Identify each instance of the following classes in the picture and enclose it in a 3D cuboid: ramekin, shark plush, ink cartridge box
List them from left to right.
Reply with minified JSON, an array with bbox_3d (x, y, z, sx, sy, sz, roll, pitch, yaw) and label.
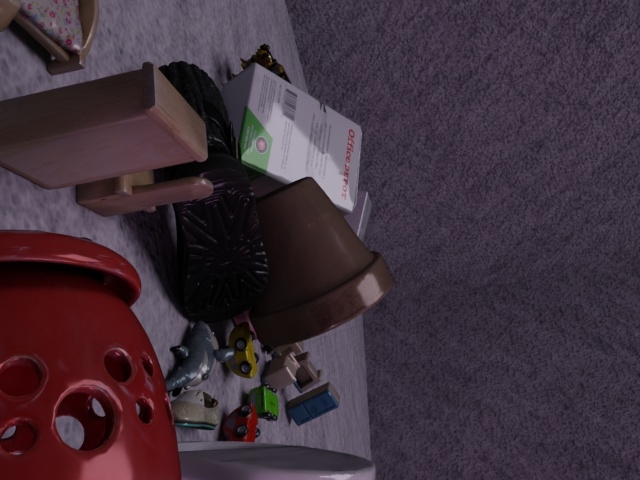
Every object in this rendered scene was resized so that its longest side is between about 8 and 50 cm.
[{"bbox_3d":[-0.194,0.176,0.828,0.067,0.073,0.161,60,33,-7],"label":"shark plush"},{"bbox_3d":[-0.070,0.327,0.712,0.273,0.272,0.127,54,40,-72],"label":"ramekin"},{"bbox_3d":[-0.064,-0.181,1.161,0.289,0.121,0.211,23,64,-36],"label":"ink cartridge box"}]

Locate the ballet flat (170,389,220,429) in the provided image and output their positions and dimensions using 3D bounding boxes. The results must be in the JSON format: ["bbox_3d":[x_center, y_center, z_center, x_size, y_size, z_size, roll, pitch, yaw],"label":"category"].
[{"bbox_3d":[-0.175,0.227,0.785,0.168,0.057,0.052,84,11,-70],"label":"ballet flat"}]

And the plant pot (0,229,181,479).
[{"bbox_3d":[-0.192,0.098,0.369,0.191,0.191,0.174,60,17,-67],"label":"plant pot"}]

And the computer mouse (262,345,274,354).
[{"bbox_3d":[-0.063,0.169,1.285,0.042,0.193,0.106,42,21,-5],"label":"computer mouse"}]

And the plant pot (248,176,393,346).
[{"bbox_3d":[-0.036,0.022,1.000,0.263,0.263,0.229,-65,131,-76],"label":"plant pot"}]

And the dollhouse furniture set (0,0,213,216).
[{"bbox_3d":[-0.223,-0.242,0.595,0.303,0.173,0.356,55,27,-72],"label":"dollhouse furniture set"}]

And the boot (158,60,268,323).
[{"bbox_3d":[-0.175,-0.065,0.883,0.348,0.131,0.260,99,-28,-44],"label":"boot"}]

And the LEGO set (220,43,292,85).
[{"bbox_3d":[-0.136,-0.268,1.363,0.331,0.192,0.255,62,-3,-35],"label":"LEGO set"}]

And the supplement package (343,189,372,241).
[{"bbox_3d":[0.000,0.000,1.455,0.145,0.204,0.262,41,62,-76],"label":"supplement package"}]

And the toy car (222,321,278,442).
[{"bbox_3d":[-0.126,0.288,1.050,0.225,0.053,0.239,66,17,-61],"label":"toy car"}]

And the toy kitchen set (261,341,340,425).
[{"bbox_3d":[-0.063,0.351,1.318,0.207,0.122,0.166,57,15,-13],"label":"toy kitchen set"}]

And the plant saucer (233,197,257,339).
[{"bbox_3d":[-0.129,0.038,1.216,0.332,0.084,0.332,-10,90,-82],"label":"plant saucer"}]
